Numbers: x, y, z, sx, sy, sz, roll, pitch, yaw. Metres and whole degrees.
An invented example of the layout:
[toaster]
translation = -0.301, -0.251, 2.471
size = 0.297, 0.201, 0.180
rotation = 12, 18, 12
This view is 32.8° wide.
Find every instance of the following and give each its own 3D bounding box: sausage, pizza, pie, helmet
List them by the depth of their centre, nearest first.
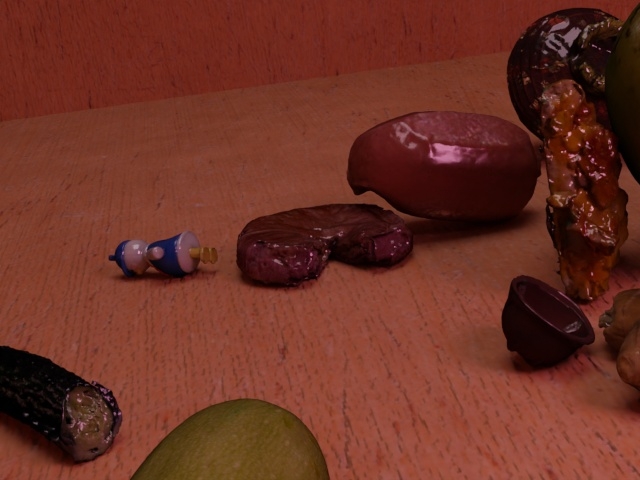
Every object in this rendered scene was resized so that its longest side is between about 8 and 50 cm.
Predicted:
[helmet]
translation = 0.197, 0.082, 0.986
size = 0.089, 0.057, 0.111
rotation = 33, 19, 6
[pizza]
translation = 0.282, -0.035, 1.143
size = 0.081, 0.289, 0.229
rotation = -5, 55, 16
[pie]
translation = 0.000, 0.000, 1.342
size = 0.218, 0.054, 0.204
rotation = -15, 19, -25
[sausage]
translation = 0.166, -0.093, 1.391
size = 0.254, 0.148, 0.148
rotation = 4, 13, -17

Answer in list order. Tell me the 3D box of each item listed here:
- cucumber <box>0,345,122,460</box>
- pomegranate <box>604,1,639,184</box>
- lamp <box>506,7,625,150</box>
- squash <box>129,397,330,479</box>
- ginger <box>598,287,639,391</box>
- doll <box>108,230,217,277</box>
[cucumber]
translation = -0.269, 0.134, 0.993
size = 0.067, 0.067, 0.245
rotation = -21, 23, -39
[pomegranate]
translation = 0.458, -0.139, 1.148
size = 0.358, 0.216, 0.310
rotation = -30, 69, -37
[lamp]
translation = 0.406, -0.246, 1.677
size = 0.246, 0.247, 0.247
rotation = -7, 17, 2
[squash]
translation = -0.062, 0.178, 0.663
size = 0.132, 0.133, 0.247
rotation = -4, 15, 10
[ginger]
translation = 0.337, 0.097, 0.854
size = 0.148, 0.081, 0.333
rotation = -1, 10, -40
[doll]
translation = -0.202, 0.018, 1.363
size = 0.142, 0.058, 0.099
rotation = -3, -4, 17
